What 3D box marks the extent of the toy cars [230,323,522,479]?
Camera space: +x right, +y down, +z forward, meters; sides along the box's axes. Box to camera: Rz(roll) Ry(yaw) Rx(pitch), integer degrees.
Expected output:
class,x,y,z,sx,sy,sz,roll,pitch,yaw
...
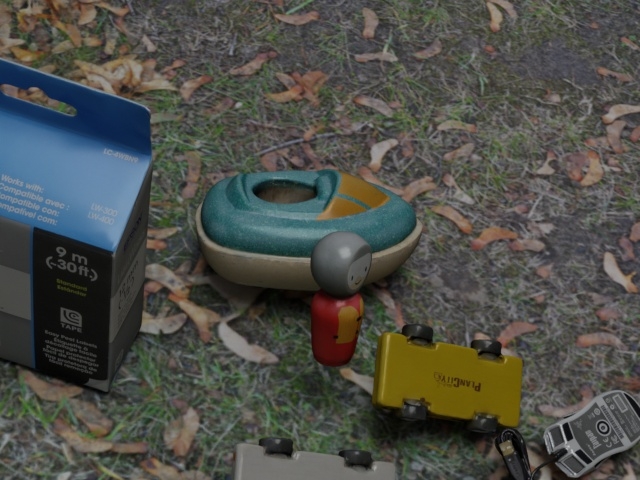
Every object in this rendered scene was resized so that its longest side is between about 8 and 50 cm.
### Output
class,x,y,z,sx,sy,sz,roll,pitch,yaw
toy cars,0.053,0.207,1.454,0.394,0.087,0.176,-34,99,-31

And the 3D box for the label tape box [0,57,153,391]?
class,x,y,z,sx,sy,sz,roll,pitch,yaw
label tape box,-0.310,-0.017,1.413,0.249,0.347,0.115,18,49,6

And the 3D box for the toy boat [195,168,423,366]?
class,x,y,z,sx,sy,sz,roll,pitch,yaw
toy boat,0.000,0.000,1.542,0.267,0.148,0.318,-1,28,-11

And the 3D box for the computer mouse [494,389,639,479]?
class,x,y,z,sx,sy,sz,roll,pitch,yaw
computer mouse,0.280,0.228,1.506,0.193,0.042,0.106,-22,73,-29
